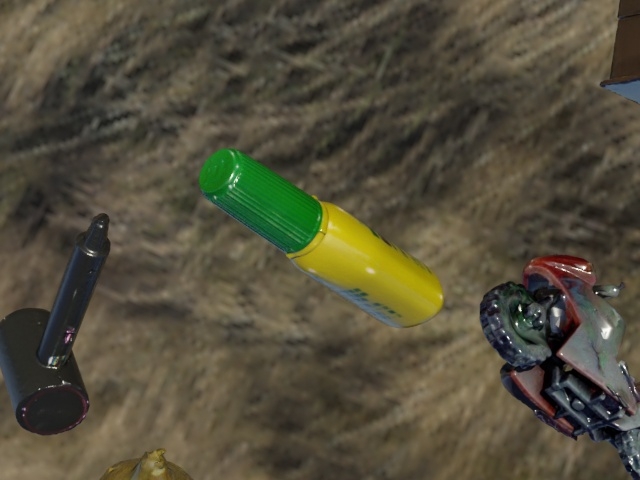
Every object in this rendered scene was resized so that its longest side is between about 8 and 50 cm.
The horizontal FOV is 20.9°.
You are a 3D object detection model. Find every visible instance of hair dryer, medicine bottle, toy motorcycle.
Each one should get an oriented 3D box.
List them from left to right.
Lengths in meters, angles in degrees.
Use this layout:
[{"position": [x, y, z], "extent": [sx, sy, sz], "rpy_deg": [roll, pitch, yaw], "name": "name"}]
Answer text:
[{"position": [-0.242, 0.058, 1.602], "extent": [0.070, 0.114, 0.248], "rpy_deg": [0, 133, -27], "name": "hair dryer"}, {"position": [0.000, 0.000, 1.444], "extent": [0.260, 0.064, 0.095], "rpy_deg": [32, 172, -41], "name": "medicine bottle"}, {"position": [0.206, 0.094, 1.318], "extent": [0.213, 0.122, 0.082], "rpy_deg": [44, 140, -15], "name": "toy motorcycle"}]

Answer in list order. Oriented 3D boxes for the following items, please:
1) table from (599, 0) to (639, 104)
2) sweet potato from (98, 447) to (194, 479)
[{"position": [0.433, -0.245, 1.896], "extent": [0.172, 0.193, 0.169], "rpy_deg": [20, 165, -34], "name": "table"}, {"position": [-0.171, 0.318, 1.725], "extent": [0.158, 0.158, 0.369], "rpy_deg": [14, 146, 20], "name": "sweet potato"}]
